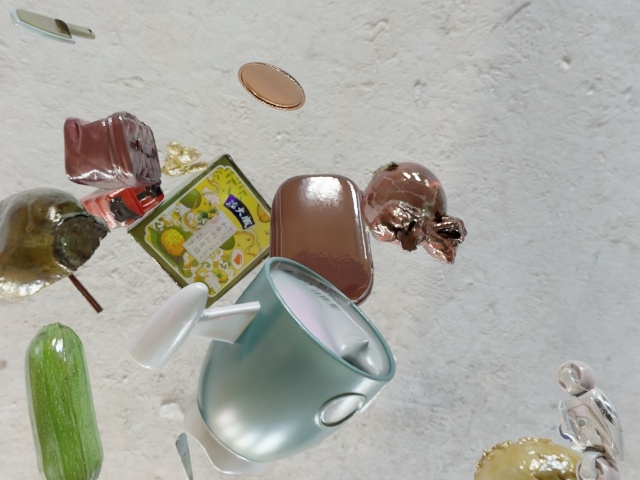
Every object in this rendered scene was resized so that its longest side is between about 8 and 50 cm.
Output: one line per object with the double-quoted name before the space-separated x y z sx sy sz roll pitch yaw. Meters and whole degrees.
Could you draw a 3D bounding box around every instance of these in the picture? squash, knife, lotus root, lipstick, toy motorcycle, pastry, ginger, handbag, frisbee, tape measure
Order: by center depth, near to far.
"squash" -0.308 0.206 0.539 0.068 0.077 0.219 -10 76 -31
"toy motorcycle" 0.532 0.356 0.877 0.113 0.112 0.254 14 57 -12
"knife" -0.516 -0.421 0.896 0.027 0.343 0.061 -39 106 9
"lotus root" -0.594 -0.001 0.925 0.149 0.261 0.266 57 48 -39
"handbag" -0.421 -0.181 0.935 0.136 0.225 0.146 -7 92 -3
"pastry" 0.530 0.599 1.121 0.316 0.184 0.284 0 124 -7
"ginger" -0.386 -0.214 1.247 0.177 0.193 0.052 -17 77 27
"tape measure" -0.608 -0.124 1.393 0.253 0.260 0.113 -6 117 33
"lipstick" -0.778 0.167 1.478 0.027 0.027 0.176 -37 95 -3
"frisbee" -0.169 -0.535 1.571 0.251 0.251 0.021 22 74 -13

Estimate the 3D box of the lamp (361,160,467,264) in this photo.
"lamp" 0.151 -0.062 0.786 0.215 0.223 0.150 11 101 -38

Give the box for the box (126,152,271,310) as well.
"box" -0.373 -0.030 1.547 0.420 0.138 0.372 -42 112 -12

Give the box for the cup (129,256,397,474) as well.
"cup" -0.041 0.133 0.445 0.300 0.167 0.173 30 104 -40

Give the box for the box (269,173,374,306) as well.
"box" 0.000 0.000 1.160 0.264 0.108 0.403 -1 58 -3

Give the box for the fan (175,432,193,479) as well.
"fan" -0.448 0.776 1.531 0.023 0.057 0.281 0 112 16
